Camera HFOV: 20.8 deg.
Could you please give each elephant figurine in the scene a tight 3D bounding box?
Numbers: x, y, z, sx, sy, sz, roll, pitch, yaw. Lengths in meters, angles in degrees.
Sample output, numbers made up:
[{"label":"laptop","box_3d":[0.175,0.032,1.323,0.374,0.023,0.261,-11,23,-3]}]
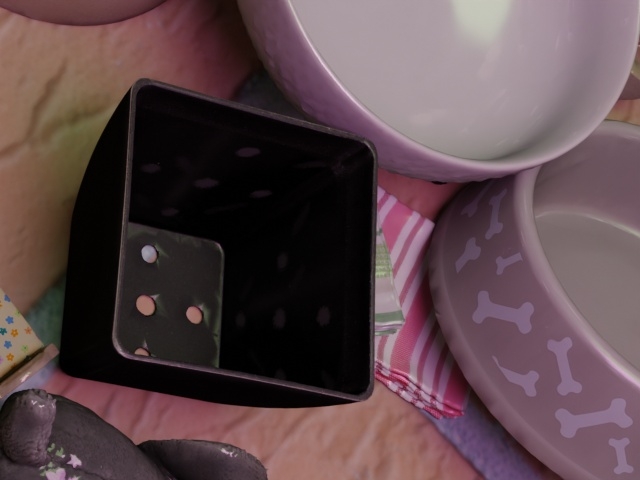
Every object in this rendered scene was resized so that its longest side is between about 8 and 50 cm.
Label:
[{"label":"elephant figurine","box_3d":[-0.106,0.192,1.099,0.239,0.186,0.169,24,96,-10]}]

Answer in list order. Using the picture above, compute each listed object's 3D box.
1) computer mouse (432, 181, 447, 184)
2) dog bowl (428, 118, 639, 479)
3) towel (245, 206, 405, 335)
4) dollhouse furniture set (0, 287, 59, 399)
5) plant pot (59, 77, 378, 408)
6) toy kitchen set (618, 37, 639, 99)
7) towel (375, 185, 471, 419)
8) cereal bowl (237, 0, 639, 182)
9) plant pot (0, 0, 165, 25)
[{"label":"computer mouse","box_3d":[0.125,-0.184,1.458,0.184,0.060,0.262,-9,79,-33]},{"label":"dog bowl","box_3d":[0.259,0.049,1.370,0.348,0.102,0.349,19,43,-19]},{"label":"towel","box_3d":[0.000,0.000,1.309,0.113,0.023,0.152,-2,70,-27]},{"label":"dollhouse furniture set","box_3d":[-0.288,0.052,1.086,0.161,0.101,0.182,-40,96,-36]},{"label":"plant pot","box_3d":[-0.083,0.023,1.187,0.188,0.167,0.187,13,67,-27]},{"label":"toy kitchen set","box_3d":[0.258,-0.238,1.480,0.207,0.166,0.122,31,45,-37]},{"label":"towel","box_3d":[0.055,0.034,1.355,0.197,0.029,0.144,35,57,-17]},{"label":"cereal bowl","box_3d":[0.071,-0.202,1.305,0.339,0.141,0.339,6,78,-32]},{"label":"plant pot","box_3d":[-0.160,-0.322,1.248,0.284,0.191,0.284,11,67,-28]}]
